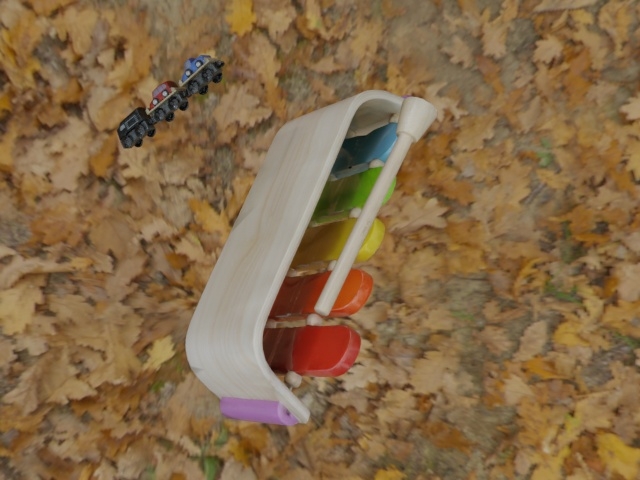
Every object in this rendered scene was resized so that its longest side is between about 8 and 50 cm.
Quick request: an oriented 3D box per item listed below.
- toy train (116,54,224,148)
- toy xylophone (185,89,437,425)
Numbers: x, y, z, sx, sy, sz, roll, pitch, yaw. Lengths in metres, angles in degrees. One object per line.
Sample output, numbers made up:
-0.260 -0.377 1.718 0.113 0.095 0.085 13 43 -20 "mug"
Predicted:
-0.163 -0.151 1.017 0.158 0.027 0.036 -33 81 28 "toy train"
0.000 0.000 0.791 0.081 0.236 0.322 34 74 -27 "toy xylophone"
